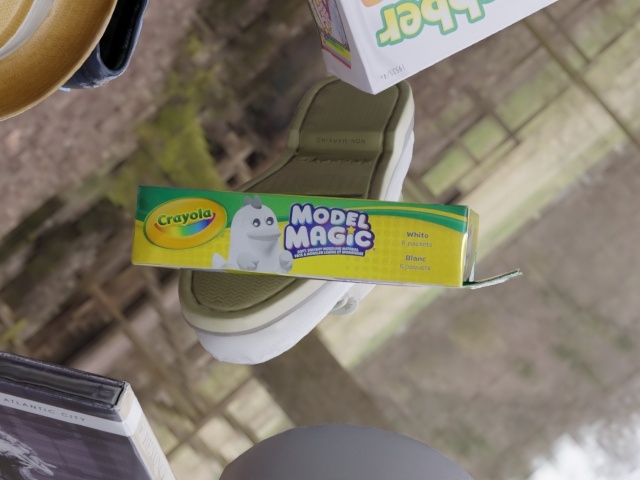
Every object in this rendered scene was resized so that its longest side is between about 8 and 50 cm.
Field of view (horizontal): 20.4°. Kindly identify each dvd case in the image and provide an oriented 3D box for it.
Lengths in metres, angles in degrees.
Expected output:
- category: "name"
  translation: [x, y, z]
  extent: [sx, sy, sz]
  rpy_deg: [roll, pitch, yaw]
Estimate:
- category: "dvd case"
  translation: [-0.135, 0.104, 0.807]
  extent: [0.221, 0.164, 0.018]
  rpy_deg: [74, 34, -55]

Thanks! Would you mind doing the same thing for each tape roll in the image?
- category: "tape roll"
  translation: [0.021, 0.226, 1.184]
  extent: [0.219, 0.219, 0.072]
  rpy_deg: [-42, -165, 35]

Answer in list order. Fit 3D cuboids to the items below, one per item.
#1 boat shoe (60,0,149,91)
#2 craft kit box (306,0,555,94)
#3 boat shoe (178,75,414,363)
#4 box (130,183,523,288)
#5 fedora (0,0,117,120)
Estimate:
- category: "boat shoe"
  translation: [-0.116, -0.220, 1.162]
  extent: [0.109, 0.258, 0.089]
  rpy_deg: [9, -178, -43]
- category: "craft kit box"
  translation: [0.078, -0.227, 0.767]
  extent: [0.250, 0.247, 0.061]
  rpy_deg: [-29, -151, -13]
- category: "boat shoe"
  translation: [0.000, 0.000, 1.177]
  extent: [0.302, 0.113, 0.103]
  rpy_deg: [-55, 146, -51]
- category: "box"
  translation: [0.008, 0.000, 0.856]
  extent: [0.105, 0.179, 0.043]
  rpy_deg: [12, 84, -83]
- category: "fedora"
  translation: [-0.181, -0.141, 0.802]
  extent: [0.194, 0.194, 0.079]
  rpy_deg: [-41, -171, 11]
